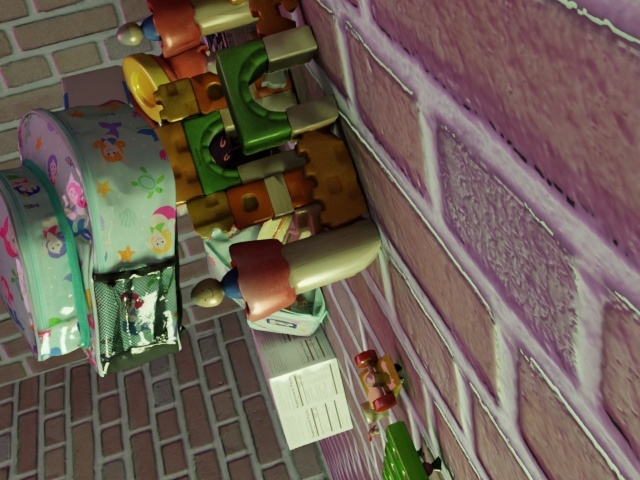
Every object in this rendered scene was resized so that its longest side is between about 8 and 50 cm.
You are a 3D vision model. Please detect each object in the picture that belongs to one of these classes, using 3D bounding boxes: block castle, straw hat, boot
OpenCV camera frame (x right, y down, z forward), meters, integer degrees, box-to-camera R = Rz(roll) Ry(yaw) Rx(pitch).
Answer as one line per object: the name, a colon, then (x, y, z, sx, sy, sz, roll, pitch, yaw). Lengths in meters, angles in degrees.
block castle: (-0.108, -0.133, 0.967, 0.303, 0.212, 0.453, 135, 117, -82)
straw hat: (-0.058, -0.018, 1.440, 0.061, 0.144, 0.144, 29, 163, 8)
boot: (-0.164, -0.221, 1.528, 0.377, 0.138, 0.284, -116, 10, -78)

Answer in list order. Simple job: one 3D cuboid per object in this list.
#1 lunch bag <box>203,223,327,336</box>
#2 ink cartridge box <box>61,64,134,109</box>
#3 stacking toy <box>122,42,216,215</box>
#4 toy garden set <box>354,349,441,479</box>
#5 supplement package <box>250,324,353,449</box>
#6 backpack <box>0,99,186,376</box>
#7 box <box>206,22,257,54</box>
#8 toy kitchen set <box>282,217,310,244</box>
lunch bag: (-0.098, 0.082, 1.596, 0.262, 0.160, 0.223, 46, 164, 9)
ink cartridge box: (-0.257, -0.102, 1.017, 0.140, 0.082, 0.191, -121, 20, -55)
stacking toy: (-0.244, -0.205, 1.471, 0.279, 0.130, 0.309, 57, 156, -7)
toy garden set: (0.101, 0.253, 0.979, 0.244, 0.049, 0.204, 85, 164, -62)
supplement package: (-0.050, 0.276, 1.760, 0.262, 0.145, 0.204, -118, 13, -58)
backpack: (-0.241, -0.014, 0.836, 0.225, 0.191, 0.254, 38, 127, 46)
box: (-0.150, -0.370, 1.269, 0.295, 0.073, 0.293, -169, 65, -80)
toy kitchen set: (0.000, 0.000, 1.225, 0.068, 0.075, 0.083, 10, 163, 42)
